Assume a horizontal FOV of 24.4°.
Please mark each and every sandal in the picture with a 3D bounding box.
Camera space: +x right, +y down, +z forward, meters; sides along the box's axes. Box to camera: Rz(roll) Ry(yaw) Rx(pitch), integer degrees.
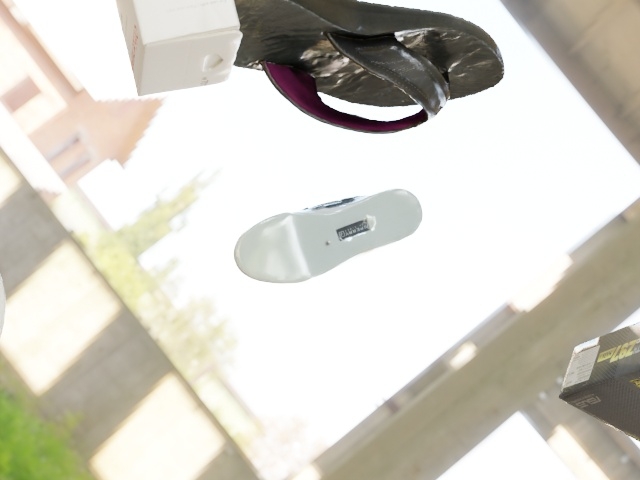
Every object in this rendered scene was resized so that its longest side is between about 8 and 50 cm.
[{"bbox_3d":[0.022,-0.174,1.534,0.168,0.446,0.107,-28,-115,42],"label":"sandal"}]

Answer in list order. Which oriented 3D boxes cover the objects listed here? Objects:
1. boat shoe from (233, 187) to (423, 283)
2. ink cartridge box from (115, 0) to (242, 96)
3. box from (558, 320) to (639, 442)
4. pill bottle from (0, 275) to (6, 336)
[{"bbox_3d":[0.000,0.000,1.366,0.083,0.183,0.065,164,-89,-71],"label":"boat shoe"},{"bbox_3d":[-0.127,-0.228,1.187,0.139,0.082,0.190,126,-48,-75],"label":"ink cartridge box"},{"bbox_3d":[0.333,0.129,1.226,0.183,0.059,0.233,28,-23,-12],"label":"box"},{"bbox_3d":[-0.482,0.047,1.479,0.408,0.229,0.229,8,-42,52],"label":"pill bottle"}]
